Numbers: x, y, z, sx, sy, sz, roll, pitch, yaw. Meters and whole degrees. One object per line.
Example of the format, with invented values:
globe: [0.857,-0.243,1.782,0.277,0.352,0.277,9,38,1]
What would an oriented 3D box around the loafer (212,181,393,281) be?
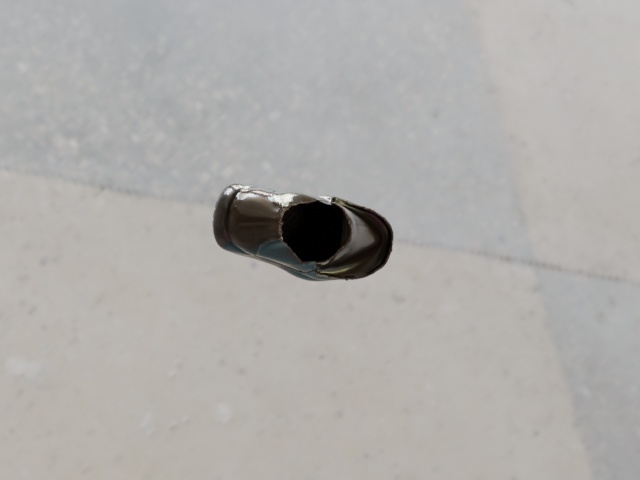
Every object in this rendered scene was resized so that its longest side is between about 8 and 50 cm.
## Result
loafer: [0.000,0.000,1.499,0.220,0.078,0.080,7,94,-51]
